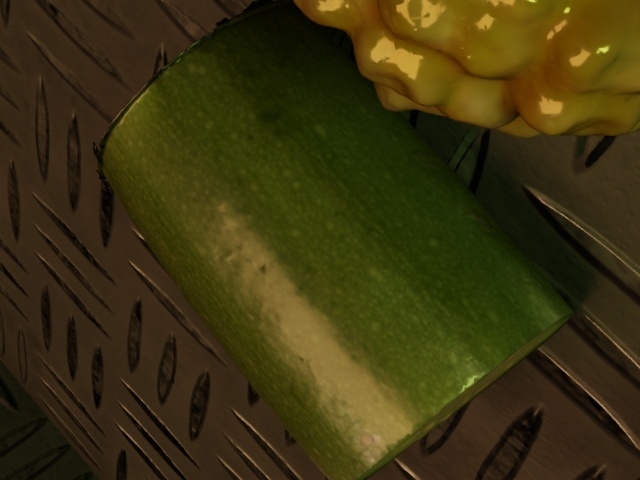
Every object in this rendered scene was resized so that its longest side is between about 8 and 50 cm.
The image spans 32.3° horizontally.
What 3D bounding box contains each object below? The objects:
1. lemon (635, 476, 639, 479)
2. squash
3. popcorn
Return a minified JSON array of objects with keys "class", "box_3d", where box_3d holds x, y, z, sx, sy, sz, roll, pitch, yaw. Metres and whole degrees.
[{"class":"lemon","box_3d":[0.316,0.306,0.749,0.348,0.348,0.348,34,141,33]},{"class":"squash","box_3d":[0.000,0.000,0.985,0.384,0.263,0.263,51,147,12]},{"class":"popcorn","box_3d":[0.124,-0.233,0.567,0.349,0.349,0.382,45,152,20]}]
